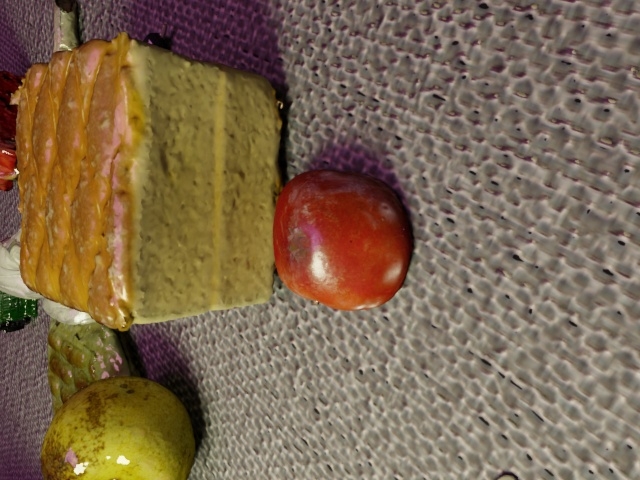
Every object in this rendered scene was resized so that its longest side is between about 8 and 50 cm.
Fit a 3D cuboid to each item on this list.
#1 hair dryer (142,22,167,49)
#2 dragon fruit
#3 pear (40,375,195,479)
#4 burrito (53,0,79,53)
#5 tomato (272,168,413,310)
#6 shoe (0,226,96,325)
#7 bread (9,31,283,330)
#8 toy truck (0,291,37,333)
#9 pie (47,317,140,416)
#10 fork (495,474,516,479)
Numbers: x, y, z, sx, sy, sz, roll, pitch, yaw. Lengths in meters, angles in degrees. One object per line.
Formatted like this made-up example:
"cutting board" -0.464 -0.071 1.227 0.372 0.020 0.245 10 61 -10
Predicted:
"hair dryer" -0.292 -0.247 0.731 0.219 0.072 0.124 -34 72 31
"dragon fruit" -0.667 -0.206 1.000 0.302 0.240 0.330 54 150 12
"pear" -0.272 0.280 0.679 0.197 0.197 0.197 4 96 41
"burrito" -0.447 -0.362 0.865 0.055 0.041 0.149 10 101 53
"tomato" 0.000 0.000 0.478 0.159 0.091 0.139 24 108 39
"shoe" -0.454 -0.001 0.852 0.342 0.132 0.210 14 100 34
"bread" -0.202 -0.064 0.570 0.279 0.207 0.278 3 93 43
"toy truck" -0.746 0.115 1.137 0.259 0.088 0.121 24 110 36
"pie" -0.406 0.257 0.865 0.306 0.071 0.306 6 100 40
"fork" 0.118 0.292 0.449 0.034 0.028 0.219 40 114 40
